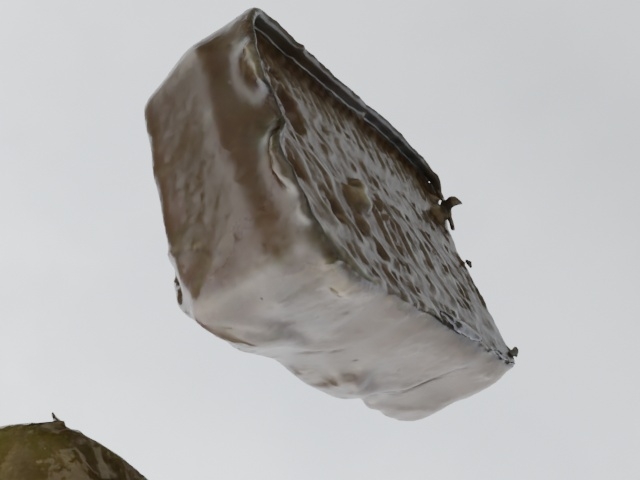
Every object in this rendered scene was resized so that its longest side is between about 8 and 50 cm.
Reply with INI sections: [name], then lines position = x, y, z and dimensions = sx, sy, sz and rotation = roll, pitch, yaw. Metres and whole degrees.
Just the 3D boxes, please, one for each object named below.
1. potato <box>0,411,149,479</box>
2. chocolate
[potato]
position = -0.110, 0.205, 0.680
dimensions = 0.243, 0.098, 0.138
rotation = 54, -166, -15
[chocolate]
position = 0.000, 0.000, 0.624
dimensions = 0.214, 0.093, 0.148
rotation = 32, -150, -51
